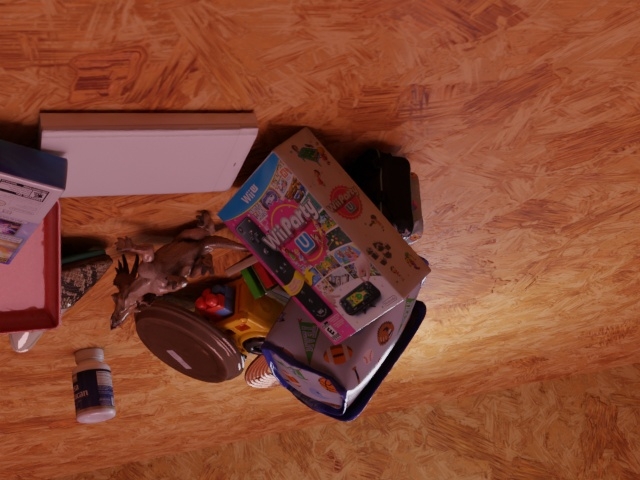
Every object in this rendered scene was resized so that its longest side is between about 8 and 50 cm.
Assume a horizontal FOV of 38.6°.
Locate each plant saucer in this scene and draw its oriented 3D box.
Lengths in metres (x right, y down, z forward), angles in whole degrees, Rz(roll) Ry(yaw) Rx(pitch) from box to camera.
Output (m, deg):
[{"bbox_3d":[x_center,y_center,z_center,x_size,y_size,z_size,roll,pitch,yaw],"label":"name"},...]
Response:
[{"bbox_3d":[-0.300,0.234,2.036,0.278,0.041,0.278,21,147,14],"label":"plant saucer"},{"bbox_3d":[-0.555,0.038,1.479,0.258,0.048,0.259,-3,121,-21],"label":"plant saucer"}]

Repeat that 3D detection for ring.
[{"bbox_3d":[-0.030,0.261,2.197,0.336,0.032,0.336,-22,154,-11],"label":"ring"}]

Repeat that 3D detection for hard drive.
[{"bbox_3d":[-0.267,-0.127,1.377,0.307,0.040,0.203,-4,157,-22],"label":"hard drive"}]

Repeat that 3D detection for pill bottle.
[{"bbox_3d":[-0.559,0.354,2.241,0.094,0.169,0.094,-11,158,-4],"label":"pill bottle"}]

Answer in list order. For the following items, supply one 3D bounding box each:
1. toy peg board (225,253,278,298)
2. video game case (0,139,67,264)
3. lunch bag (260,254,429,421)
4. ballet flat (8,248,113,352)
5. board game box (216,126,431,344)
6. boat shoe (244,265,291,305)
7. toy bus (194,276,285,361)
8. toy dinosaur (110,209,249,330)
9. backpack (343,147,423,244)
[{"bbox_3d":[-0.068,0.036,1.743,0.161,0.079,0.161,-26,-175,32],"label":"toy peg board"},{"bbox_3d":[-0.528,-0.071,1.284,0.269,0.061,0.244,17,144,-30],"label":"video game case"},{"bbox_3d":[0.057,0.184,1.887,0.239,0.328,0.385,32,163,10],"label":"lunch bag"},{"bbox_3d":[-0.608,0.121,1.612,0.483,0.182,0.164,-4,179,-21],"label":"ballet flat"},{"bbox_3d":[0.000,0.000,1.489,0.097,0.303,0.224,-41,180,-39],"label":"board game box"},{"bbox_3d":[-0.058,0.092,1.986,0.094,0.109,0.302,5,164,29],"label":"boat shoe"},{"bbox_3d":[-0.207,0.168,2.028,0.220,0.149,0.211,-24,142,35],"label":"toy bus"},{"bbox_3d":[-0.275,0.043,1.705,0.296,0.127,0.200,-23,173,-17],"label":"toy dinosaur"},{"bbox_3d":[0.082,-0.051,1.583,0.144,0.166,0.188,17,148,-40],"label":"backpack"}]
